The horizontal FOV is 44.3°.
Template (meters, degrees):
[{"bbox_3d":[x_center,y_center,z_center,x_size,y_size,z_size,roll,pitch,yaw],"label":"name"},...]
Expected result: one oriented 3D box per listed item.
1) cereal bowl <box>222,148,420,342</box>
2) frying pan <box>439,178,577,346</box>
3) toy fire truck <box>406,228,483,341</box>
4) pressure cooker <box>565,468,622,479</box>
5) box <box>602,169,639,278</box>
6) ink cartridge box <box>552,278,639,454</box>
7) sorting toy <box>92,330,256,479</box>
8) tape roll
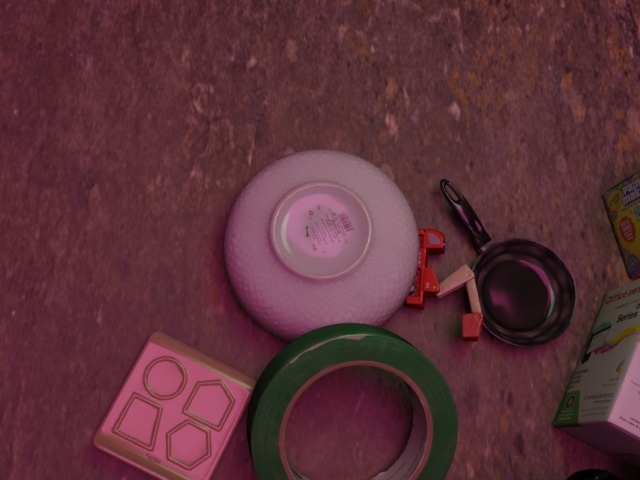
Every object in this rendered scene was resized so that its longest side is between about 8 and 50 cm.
[{"bbox_3d":[0.000,0.000,1.292,0.339,0.141,0.338,0,75,1],"label":"cereal bowl"},{"bbox_3d":[0.301,0.057,1.394,0.326,0.053,0.197,33,72,3],"label":"frying pan"},{"bbox_3d":[0.215,0.073,1.354,0.135,0.047,0.192,2,73,14],"label":"toy fire truck"},{"bbox_3d":[0.398,0.540,1.109,0.376,0.370,0.420,4,78,-12],"label":"pressure cooker"},{"bbox_3d":[0.705,-0.071,1.367,0.279,0.290,0.176,-11,77,-11],"label":"box"},{"bbox_3d":[0.525,0.206,1.307,0.117,0.201,0.278,29,73,0],"label":"ink cartridge box"},{"bbox_3d":[-0.230,0.275,1.262,0.193,0.038,0.208,27,68,-1],"label":"sorting toy"},{"bbox_3d":[0.048,0.291,1.217,0.322,0.077,0.321,-2,98,-12],"label":"tape roll"}]
